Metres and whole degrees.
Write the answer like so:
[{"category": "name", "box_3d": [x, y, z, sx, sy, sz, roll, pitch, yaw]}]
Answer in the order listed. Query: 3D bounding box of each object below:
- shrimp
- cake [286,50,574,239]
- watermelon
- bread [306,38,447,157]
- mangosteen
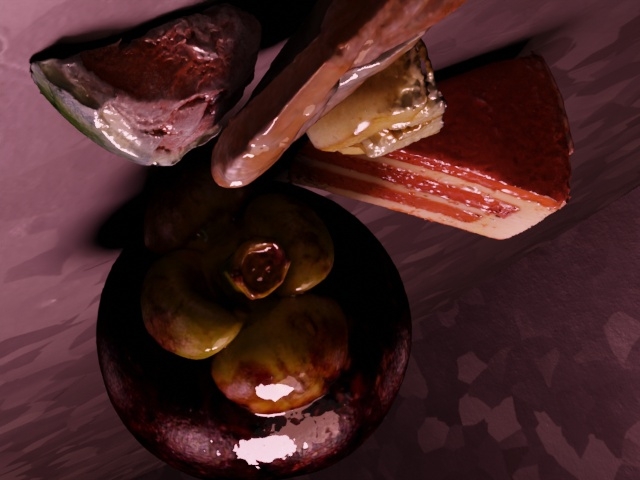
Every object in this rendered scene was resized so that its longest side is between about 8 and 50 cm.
[{"category": "shrimp", "box_3d": [0.029, -0.138, 0.837, 0.317, 0.077, 0.168, -43, -169, 37]}, {"category": "cake", "box_3d": [0.114, -0.060, 1.272, 0.262, 0.159, 0.158, -21, 170, -23]}, {"category": "watermelon", "box_3d": [-0.097, -0.099, 0.848, 0.139, 0.071, 0.187, -35, 167, 16]}, {"category": "bread", "box_3d": [0.032, -0.120, 0.997, 0.110, 0.103, 0.156, -16, 164, 2]}, {"category": "mangosteen", "box_3d": [-0.072, 0.067, 1.184, 0.297, 0.313, 0.297, -24, -148, 16]}]
